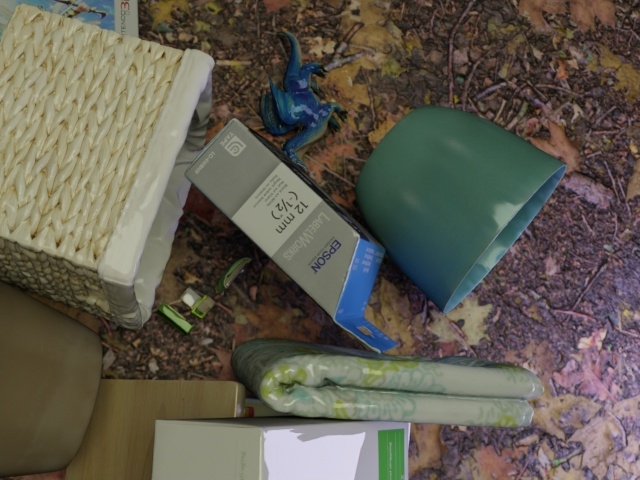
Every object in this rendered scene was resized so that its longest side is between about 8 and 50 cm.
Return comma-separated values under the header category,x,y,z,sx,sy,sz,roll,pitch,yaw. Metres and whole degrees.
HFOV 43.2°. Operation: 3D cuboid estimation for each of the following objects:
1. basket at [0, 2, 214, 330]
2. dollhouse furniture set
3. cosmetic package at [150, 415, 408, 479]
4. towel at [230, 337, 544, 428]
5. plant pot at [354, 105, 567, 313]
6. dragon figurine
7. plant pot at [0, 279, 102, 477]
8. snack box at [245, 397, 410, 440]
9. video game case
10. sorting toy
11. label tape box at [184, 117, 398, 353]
category,x,y,z,sx,sy,sz,roll,pitch,yaw
basket,-0.321,-0.083,1.109,0.266,0.328,0.331,16,71,-5
dollhouse furniture set,-0.177,0.070,1.231,0.058,0.076,0.151,40,70,-1
cosmetic package,-0.034,0.312,0.980,0.155,0.365,0.197,-4,80,29
towel,0.075,0.193,1.131,0.374,0.320,0.090,6,83,-13
plant pot,0.197,-0.070,1.268,0.235,0.293,0.293,40,68,15
dragon figurine,-0.051,-0.228,1.344,0.144,0.085,0.289,-21,82,-20
plant pot,-0.444,0.174,1.032,0.280,0.323,0.323,18,70,-26
snack box,-0.031,0.339,1.198,0.322,0.060,0.187,10,74,-12
video game case,-0.429,-0.355,1.297,0.270,0.061,0.244,-1,74,-15
sorting toy,-0.213,0.322,1.089,0.255,0.089,0.257,-3,73,23
label tape box,0.000,0.000,1.135,0.348,0.249,0.115,42,95,12
